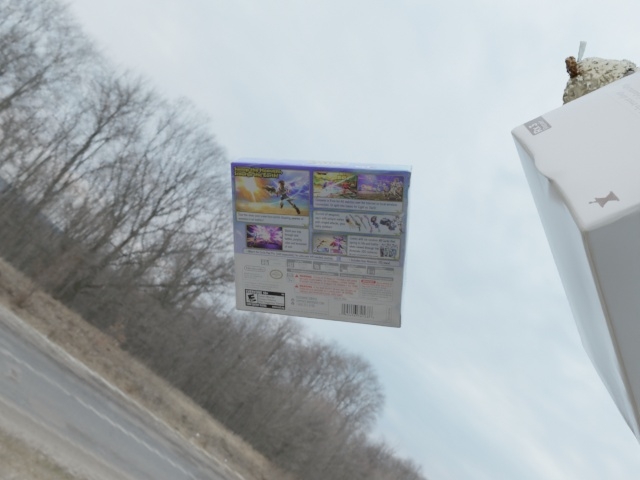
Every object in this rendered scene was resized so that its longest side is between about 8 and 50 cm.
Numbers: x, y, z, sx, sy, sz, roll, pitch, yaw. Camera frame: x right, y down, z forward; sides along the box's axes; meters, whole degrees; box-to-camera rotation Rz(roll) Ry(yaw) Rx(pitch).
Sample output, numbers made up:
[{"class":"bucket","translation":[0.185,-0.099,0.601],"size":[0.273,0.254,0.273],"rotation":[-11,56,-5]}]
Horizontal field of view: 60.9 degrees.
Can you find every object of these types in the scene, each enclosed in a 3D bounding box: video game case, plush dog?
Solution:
[{"class":"video game case","translation":[0.000,0.000,0.842],"size":[0.270,0.061,0.244],"rotation":[5,-71,11]},{"class":"plush dog","translation":[0.661,-0.323,1.189],"size":[0.225,0.262,0.210],"rotation":[19,-18,38]}]

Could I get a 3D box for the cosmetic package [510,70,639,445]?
[{"class":"cosmetic package","translation":[0.361,0.040,0.604],"size":[0.385,0.156,0.217],"rotation":[59,17,-32]}]
